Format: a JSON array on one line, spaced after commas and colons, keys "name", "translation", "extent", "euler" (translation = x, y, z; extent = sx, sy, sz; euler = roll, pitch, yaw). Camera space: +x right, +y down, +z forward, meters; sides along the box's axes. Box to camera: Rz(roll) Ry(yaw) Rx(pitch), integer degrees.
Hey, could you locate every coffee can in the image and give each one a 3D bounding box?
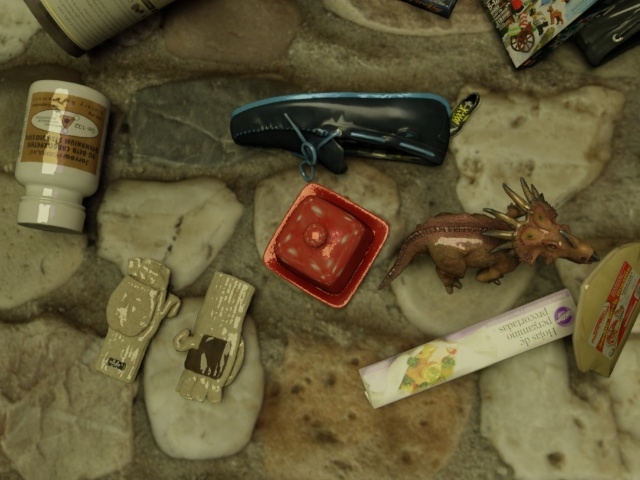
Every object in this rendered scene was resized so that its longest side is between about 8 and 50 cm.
[{"name": "coffee can", "translation": [-0.337, -0.455, 1.173], "extent": [0.275, 0.201, 0.202], "euler": [-28, 77, 4]}]

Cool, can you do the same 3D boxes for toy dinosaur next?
[{"name": "toy dinosaur", "translation": [0.214, -0.002, 1.002], "extent": [0.295, 0.200, 0.127], "euler": [-9, 79, 9]}]

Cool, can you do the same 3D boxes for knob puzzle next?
[{"name": "knob puzzle", "translation": [0.385, 0.086, 0.977], "extent": [0.030, 0.213, 0.213], "euler": [23, 85, 44]}]

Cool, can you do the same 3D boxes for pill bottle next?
[{"name": "pill bottle", "translation": [-0.424, -0.132, 1.171], "extent": [0.131, 0.131, 0.230], "euler": [5, 82, 11]}]

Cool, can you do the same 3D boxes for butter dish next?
[{"name": "butter dish", "translation": [0.000, 0.000, 1.082], "extent": [0.160, 0.118, 0.160], "euler": [31, 88, 13]}]

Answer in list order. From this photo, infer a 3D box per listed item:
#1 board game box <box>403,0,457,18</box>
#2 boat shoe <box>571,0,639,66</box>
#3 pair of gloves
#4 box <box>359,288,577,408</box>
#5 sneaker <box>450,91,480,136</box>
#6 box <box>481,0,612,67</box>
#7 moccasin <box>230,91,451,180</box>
[{"name": "board game box", "translation": [0.187, -0.503, 1.170], "extent": [0.165, 0.042, 0.243], "euler": [25, 86, 13]}, {"name": "boat shoe", "translation": [0.538, -0.341, 1.040], "extent": [0.339, 0.127, 0.113], "euler": [-15, 80, 9]}, {"name": "pair of gloves", "translation": [-0.228, 0.140, 1.139], "extent": [0.240, 0.042, 0.204], "euler": [11, 86, 13]}, {"name": "box", "translation": [0.216, 0.159, 1.045], "extent": [0.323, 0.067, 0.063], "euler": [-22, 79, 5]}, {"name": "sneaker", "translation": [0.218, -0.199, 1.118], "extent": [0.031, 0.035, 0.083], "euler": [36, 88, 14]}, {"name": "box", "translation": [0.342, -0.384, 1.043], "extent": [0.044, 0.233, 0.159], "euler": [-15, 75, -36]}, {"name": "moccasin", "translation": [0.027, -0.158, 1.096], "extent": [0.341, 0.137, 0.117], "euler": [-2, 85, 11]}]
